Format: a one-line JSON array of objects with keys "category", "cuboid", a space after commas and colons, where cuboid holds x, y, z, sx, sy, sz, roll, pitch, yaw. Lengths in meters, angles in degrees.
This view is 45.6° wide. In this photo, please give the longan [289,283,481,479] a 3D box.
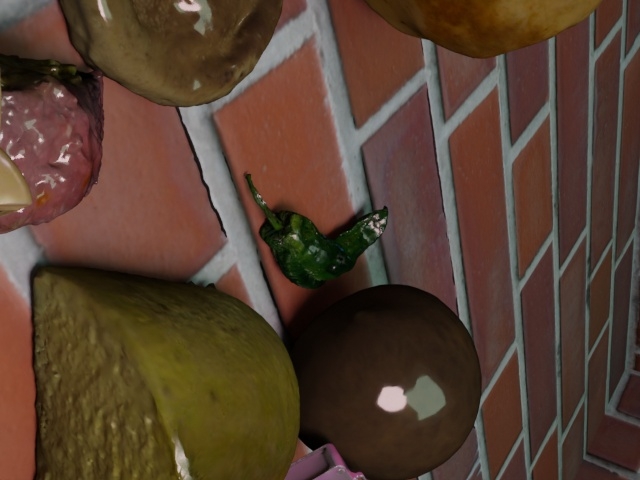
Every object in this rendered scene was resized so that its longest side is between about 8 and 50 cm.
[{"category": "longan", "cuboid": [0.079, 0.175, 0.959, 0.258, 0.258, 0.258, -28, 126, -47]}]

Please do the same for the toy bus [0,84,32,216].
[{"category": "toy bus", "cuboid": [-0.242, -0.160, 0.300, 0.201, 0.176, 0.366, -4, 88, -43]}]

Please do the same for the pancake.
[{"category": "pancake", "cuboid": [-0.115, -0.262, 0.663, 0.294, 0.049, 0.295, -25, 123, -47]}]

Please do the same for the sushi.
[{"category": "sushi", "cuboid": [-0.206, -0.071, 0.509, 0.241, 0.161, 0.108, -20, 118, -50]}]

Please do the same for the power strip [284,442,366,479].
[{"category": "power strip", "cuboid": [-0.077, 0.325, 0.858, 0.278, 0.037, 0.109, -29, 135, -3]}]

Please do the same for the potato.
[{"category": "potato", "cuboid": [-0.104, 0.186, 0.727, 0.280, 0.212, 0.331, -13, 115, -53]}]

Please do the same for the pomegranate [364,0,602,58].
[{"category": "pomegranate", "cuboid": [0.180, -0.363, 0.817, 0.332, 0.332, 0.333, -28, 126, -47]}]

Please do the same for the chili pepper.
[{"category": "chili pepper", "cuboid": [0.000, 0.001, 0.934, 0.278, 0.065, 0.122, 10, 87, -59]}]
